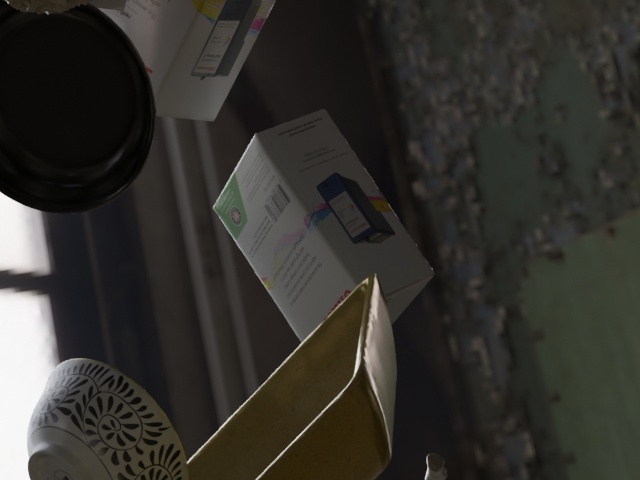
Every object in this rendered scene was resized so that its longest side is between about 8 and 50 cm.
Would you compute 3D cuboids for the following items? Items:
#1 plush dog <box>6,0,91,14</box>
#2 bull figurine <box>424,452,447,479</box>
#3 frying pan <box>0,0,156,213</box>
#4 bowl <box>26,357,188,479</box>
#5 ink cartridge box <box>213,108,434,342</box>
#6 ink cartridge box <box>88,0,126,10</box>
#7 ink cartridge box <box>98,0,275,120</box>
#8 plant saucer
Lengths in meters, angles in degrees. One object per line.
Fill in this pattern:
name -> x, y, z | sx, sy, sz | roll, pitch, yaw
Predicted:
plush dog -> -0.267, -0.285, 1.254 | 0.225, 0.262, 0.210 | -11, -7, -3
bull figurine -> 0.119, 0.351, 2.010 | 0.310, 0.101, 0.188 | 35, -55, -4
frying pan -> -0.248, -0.178, 1.549 | 0.197, 0.326, 0.053 | -15, 13, 24
bowl -> -0.207, 0.196, 1.641 | 0.080, 0.170, 0.170 | -38, 2, -43
ink cartridge box -> 0.000, 0.000, 1.878 | 0.093, 0.212, 0.154 | -22, -19, -32
ink cartridge box -> -0.301, -0.307, 1.707 | 0.237, 0.172, 0.100 | 4, -56, -28
ink cartridge box -> -0.163, -0.261, 1.879 | 0.119, 0.207, 0.353 | 0, -57, -57
plant saucer -> -0.044, 0.205, 1.573 | 0.333, 0.081, 0.333 | -46, 7, 12
